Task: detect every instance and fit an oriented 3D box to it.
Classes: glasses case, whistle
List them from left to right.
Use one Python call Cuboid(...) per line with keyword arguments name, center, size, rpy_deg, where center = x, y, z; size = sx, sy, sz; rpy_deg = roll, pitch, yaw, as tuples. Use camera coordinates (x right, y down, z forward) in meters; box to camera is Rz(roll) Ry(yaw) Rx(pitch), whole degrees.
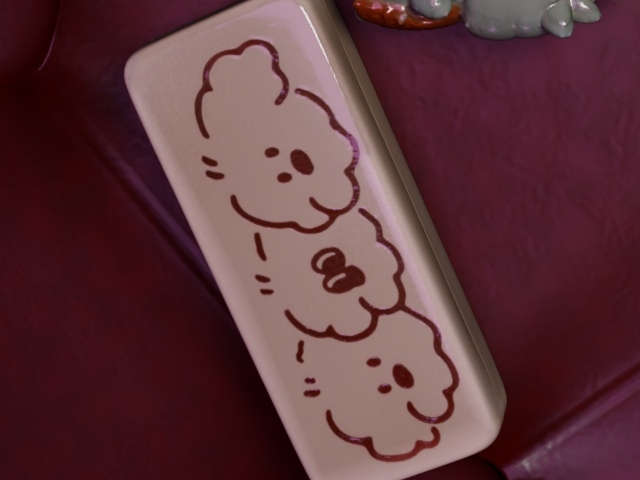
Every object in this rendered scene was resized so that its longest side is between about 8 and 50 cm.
Cuboid(name="glasses case", center=(0.000, 0.000, 1.204), size=(0.144, 0.076, 0.336), rpy_deg=(-22, 100, 18))
Cuboid(name="whistle", center=(0.069, -0.180, 1.124), size=(0.253, 0.101, 0.105), rpy_deg=(13, 111, 6))
